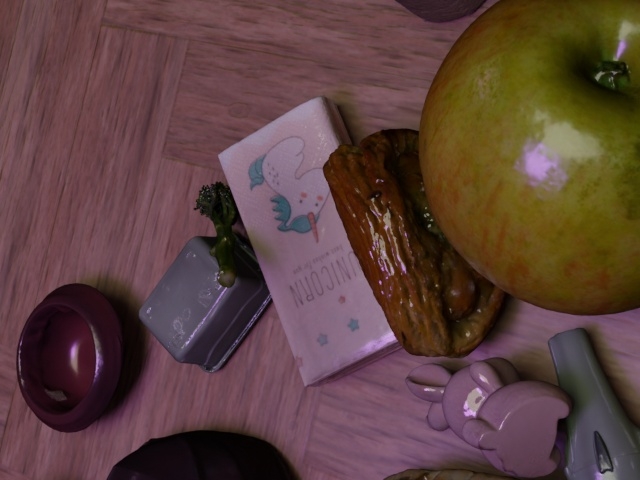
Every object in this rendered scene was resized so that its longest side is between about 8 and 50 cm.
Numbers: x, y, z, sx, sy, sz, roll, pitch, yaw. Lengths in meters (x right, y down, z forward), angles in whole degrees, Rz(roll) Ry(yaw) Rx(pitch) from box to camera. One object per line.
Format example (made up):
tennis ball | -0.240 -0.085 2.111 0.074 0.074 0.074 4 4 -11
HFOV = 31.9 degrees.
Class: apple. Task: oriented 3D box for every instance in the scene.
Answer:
apple | 0.261 -0.097 1.092 0.339 0.339 0.339 -3 83 29

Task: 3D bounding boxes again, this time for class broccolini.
broccolini | -0.120 -0.014 1.383 0.067 0.216 0.058 17 111 -14

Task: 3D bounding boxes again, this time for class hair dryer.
hair dryer | 0.354 0.162 1.176 0.267 0.092 0.229 -37 62 7

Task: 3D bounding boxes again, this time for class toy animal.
toy animal | 0.181 0.174 1.229 0.212 0.124 0.124 31 102 63

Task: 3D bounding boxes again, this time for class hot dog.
hot dog | 0.112 -0.001 1.261 0.122 0.196 0.272 -42 63 45

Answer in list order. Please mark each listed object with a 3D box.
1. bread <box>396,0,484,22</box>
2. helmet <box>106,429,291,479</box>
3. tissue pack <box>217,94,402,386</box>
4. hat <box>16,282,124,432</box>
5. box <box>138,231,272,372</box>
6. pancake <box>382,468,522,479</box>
bread | 0.123 -0.344 1.307 0.134 0.141 0.148 9 88 34
helmet | -0.186 0.356 1.391 0.305 0.177 0.225 -15 79 26
tissue pack | 0.000 0.000 1.379 0.170 0.071 0.325 -29 72 23
hat | -0.334 0.160 1.543 0.205 0.089 0.205 -2 86 34
box | -0.151 0.078 1.444 0.124 0.093 0.172 43 105 26
pancake | 0.227 0.400 1.167 0.427 0.067 0.305 10 108 42
